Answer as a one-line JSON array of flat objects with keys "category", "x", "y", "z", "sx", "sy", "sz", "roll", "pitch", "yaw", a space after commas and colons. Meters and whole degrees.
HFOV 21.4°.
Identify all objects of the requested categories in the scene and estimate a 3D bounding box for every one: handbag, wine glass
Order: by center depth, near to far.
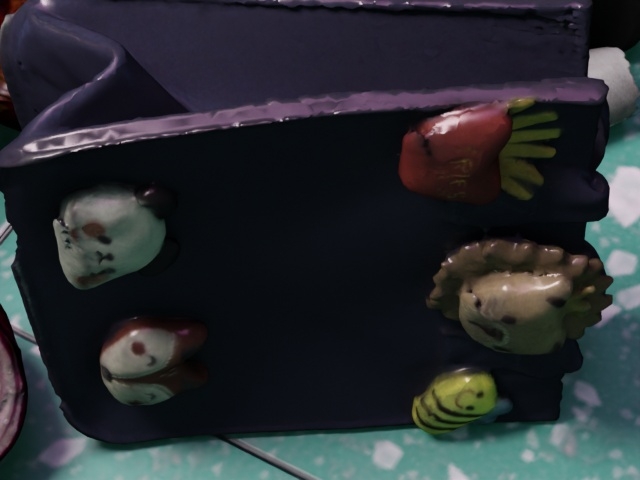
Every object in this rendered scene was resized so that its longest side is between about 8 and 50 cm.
[{"category": "handbag", "x": 0.000, "y": 0.000, "z": 0.922, "sx": 0.329, "sy": 0.303, "sz": 0.122, "roll": 0, "pitch": 55, "yaw": 3}, {"category": "wine glass", "x": 0.089, "y": -0.070, "z": 1.111, "sx": 0.262, "sy": 0.074, "sz": 0.074, "roll": -18, "pitch": 56, "yaw": -10}]

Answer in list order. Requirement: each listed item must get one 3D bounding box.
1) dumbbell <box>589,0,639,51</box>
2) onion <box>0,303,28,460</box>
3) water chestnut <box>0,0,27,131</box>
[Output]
[{"category": "dumbbell", "x": 0.221, "y": -0.226, "z": 1.188, "sx": 0.100, "sy": 0.100, "sz": 0.191, "roll": 25, "pitch": 61, "yaw": 20}, {"category": "onion", "x": -0.284, "y": 0.095, "z": 0.983, "sx": 0.195, "sy": 0.218, "sz": 0.140, "roll": 15, "pitch": 13, "yaw": -34}, {"category": "water chestnut", "x": -0.189, "y": -0.196, "z": 1.119, "sx": 0.289, "sy": 0.244, "sz": 0.289, "roll": -25, "pitch": 29, "yaw": 15}]
